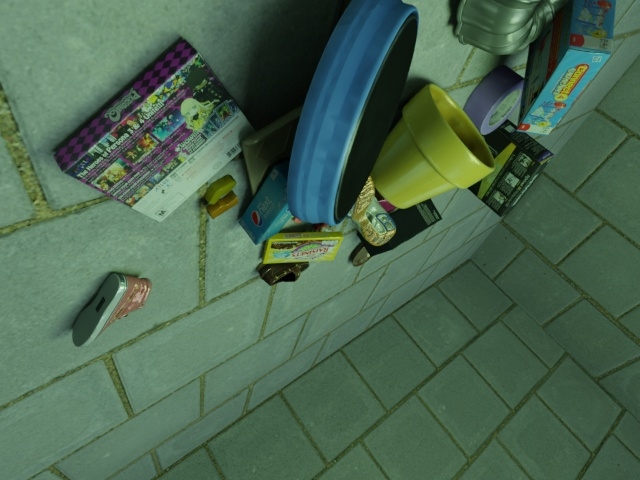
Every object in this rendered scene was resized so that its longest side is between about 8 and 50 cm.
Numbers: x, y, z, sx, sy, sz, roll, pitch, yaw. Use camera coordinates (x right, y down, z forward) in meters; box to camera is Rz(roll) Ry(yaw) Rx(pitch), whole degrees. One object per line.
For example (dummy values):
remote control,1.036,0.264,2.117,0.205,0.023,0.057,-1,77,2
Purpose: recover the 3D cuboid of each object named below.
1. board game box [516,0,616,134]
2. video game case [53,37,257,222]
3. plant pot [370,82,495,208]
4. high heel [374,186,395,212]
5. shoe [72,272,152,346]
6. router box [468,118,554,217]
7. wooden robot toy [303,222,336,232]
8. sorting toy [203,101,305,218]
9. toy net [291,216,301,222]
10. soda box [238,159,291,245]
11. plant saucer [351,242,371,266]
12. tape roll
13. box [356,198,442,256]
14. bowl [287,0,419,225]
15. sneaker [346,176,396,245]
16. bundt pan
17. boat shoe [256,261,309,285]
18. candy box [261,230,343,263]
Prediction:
board game box,0.598,-0.475,1.034,0.302,0.086,0.309,75,29,-72
video game case,-0.224,-0.144,0.627,0.232,0.042,0.210,-42,159,1
plant pot,0.255,-0.208,1.041,0.239,0.254,0.253,-37,163,33
high heel,0.288,-0.206,1.210,0.377,0.127,0.181,-45,164,15
shoe,-0.406,0.140,0.823,0.178,0.063,0.081,-51,151,12
router box,0.668,-0.270,1.557,0.080,0.243,0.309,-30,156,-23
wooden robot toy,0.000,0.000,1.196,0.173,0.079,0.076,-25,153,-35
sorting toy,-0.091,-0.162,0.780,0.307,0.041,0.229,-35,170,-14
toy net,0.005,-0.075,1.111,0.122,0.045,0.232,-47,157,13
soda box,-0.091,-0.076,0.860,0.071,0.067,0.210,-32,172,-41
plant saucer,0.179,0.033,1.604,0.168,0.029,0.169,-34,157,-16
tape roll,0.527,-0.422,1.270,0.188,0.080,0.189,-34,157,-17
box,0.243,-0.043,1.347,0.184,0.103,0.261,-28,178,-10
bowl,0.064,-0.206,0.712,0.391,0.077,0.392,23,90,-81
sneaker,0.084,-0.110,1.076,0.111,0.131,0.297,-34,129,1
bundt pan,0.430,-0.524,0.839,0.330,0.124,0.331,-40,160,-18
boat shoe,-0.097,0.093,1.221,0.206,0.073,0.073,-10,141,-53
candy box,-0.048,0.019,1.121,0.205,0.027,0.105,-2,144,-20
